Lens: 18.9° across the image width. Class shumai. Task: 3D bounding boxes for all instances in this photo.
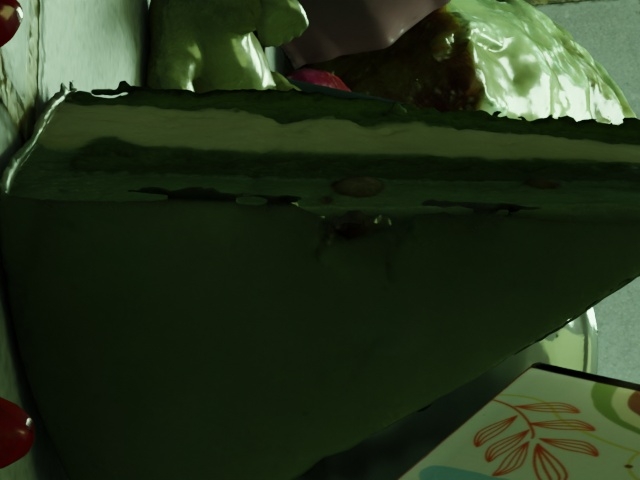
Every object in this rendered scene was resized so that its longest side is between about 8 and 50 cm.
[{"bbox_3d":[0.114,-0.122,1.947,0.397,0.324,0.323,49,9,26],"label":"shumai"}]

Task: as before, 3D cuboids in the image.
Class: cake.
[{"bbox_3d":[0.023,0.034,0.794,0.158,0.283,0.172,-79,170,-68],"label":"cake"}]

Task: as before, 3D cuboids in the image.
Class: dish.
[{"bbox_3d":[0.049,0.081,1.389,0.120,0.303,0.303,32,48,-52],"label":"dish"}]

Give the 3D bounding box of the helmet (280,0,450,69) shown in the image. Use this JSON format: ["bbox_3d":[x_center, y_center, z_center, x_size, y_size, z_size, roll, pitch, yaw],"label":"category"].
[{"bbox_3d":[0.025,-0.323,1.679,0.271,0.197,0.338,52,34,-77],"label":"helmet"}]

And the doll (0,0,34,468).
[{"bbox_3d":[-0.113,-0.041,0.376,0.384,0.099,0.188,75,11,-81],"label":"doll"}]

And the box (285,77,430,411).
[{"bbox_3d":[0.000,0.000,1.286,0.050,0.160,0.230,131,-38,-53],"label":"box"}]

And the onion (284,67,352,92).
[{"bbox_3d":[-0.003,-0.096,1.664,0.107,0.097,0.107,9,80,-60],"label":"onion"}]

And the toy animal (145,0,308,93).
[{"bbox_3d":[-0.057,-0.090,1.158,0.101,0.103,0.219,59,-6,34],"label":"toy animal"}]

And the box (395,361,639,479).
[{"bbox_3d":[0.179,0.231,1.087,0.385,0.344,0.122,-33,124,-46],"label":"box"}]
